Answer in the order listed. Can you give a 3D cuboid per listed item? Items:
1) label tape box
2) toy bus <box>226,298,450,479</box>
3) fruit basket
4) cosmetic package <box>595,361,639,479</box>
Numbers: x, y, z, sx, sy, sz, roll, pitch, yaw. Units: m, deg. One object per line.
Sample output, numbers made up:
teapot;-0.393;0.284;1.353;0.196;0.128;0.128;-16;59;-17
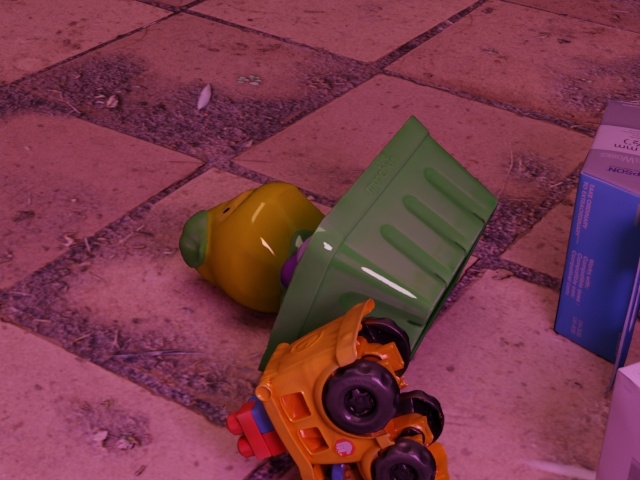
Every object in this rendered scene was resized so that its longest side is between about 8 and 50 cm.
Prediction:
label tape box;0.384;-0.001;1.565;0.115;0.249;0.347;14;34;18
toy bus;0.015;0.206;1.305;0.211;0.220;0.149;-24;14;16
fruit basket;0.000;0.000;1.561;0.392;0.283;0.392;14;38;-11
cosmetic package;0.416;0.224;1.227;0.225;0.224;0.138;-13;35;-23
